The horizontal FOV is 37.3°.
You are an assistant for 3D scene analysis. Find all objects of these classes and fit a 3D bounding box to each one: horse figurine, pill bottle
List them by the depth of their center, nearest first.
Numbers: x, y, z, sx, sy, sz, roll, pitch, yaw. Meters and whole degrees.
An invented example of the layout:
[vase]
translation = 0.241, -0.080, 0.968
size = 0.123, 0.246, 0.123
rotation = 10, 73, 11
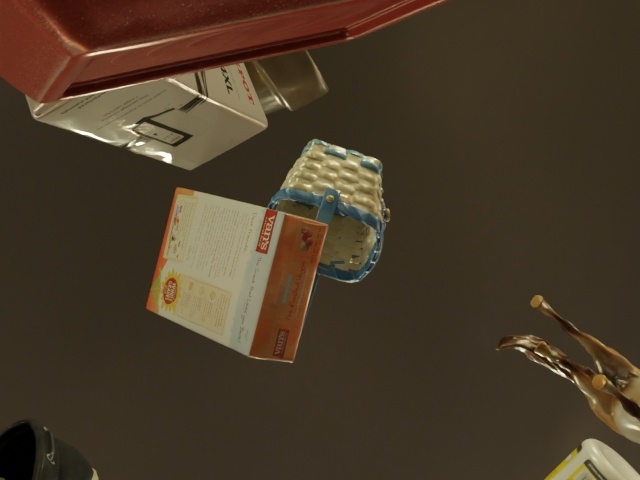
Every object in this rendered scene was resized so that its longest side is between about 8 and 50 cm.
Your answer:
[horse figurine]
translation = 0.261, 0.136, 0.802
size = 0.174, 0.263, 0.066
rotation = 40, -92, -28
[pill bottle]
translation = 0.281, 0.322, 1.078
size = 0.103, 0.103, 0.184
rotation = 31, -74, -36

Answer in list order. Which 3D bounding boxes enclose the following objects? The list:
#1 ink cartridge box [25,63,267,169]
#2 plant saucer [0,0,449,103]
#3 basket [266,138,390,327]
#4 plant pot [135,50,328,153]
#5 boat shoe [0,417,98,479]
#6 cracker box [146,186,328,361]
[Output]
[ink cartridge box]
translation = -0.137, -0.148, 0.696
size = 0.086, 0.148, 0.203
rotation = -26, -14, 18
[plant saucer]
translation = -0.039, -0.119, 0.475
size = 0.259, 0.258, 0.047
rotation = -15, -82, -19
[basket]
translation = 0.000, 0.000, 1.559
size = 0.201, 0.255, 0.289
rotation = 21, -115, 3
[plant pot]
translation = -0.188, -0.272, 1.315
size = 0.280, 0.323, 0.323
rotation = -31, -56, 5
[boat shoe]
translation = -0.372, 0.351, 1.021
size = 0.187, 0.500, 0.156
rotation = -26, -76, 10
[cracker box]
translation = -0.101, 0.033, 1.080
size = 0.067, 0.232, 0.155
rotation = 14, -89, -38
